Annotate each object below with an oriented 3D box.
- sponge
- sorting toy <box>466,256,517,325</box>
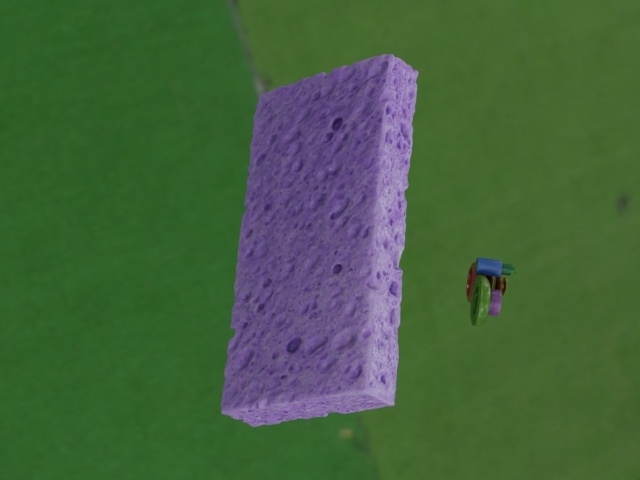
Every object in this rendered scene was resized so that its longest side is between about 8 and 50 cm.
[{"bbox_3d":[0.000,0.000,1.105,0.031,0.117,0.210,24,63,-40],"label":"sponge"},{"bbox_3d":[0.173,0.048,1.877,0.042,0.102,0.061,7,110,-4],"label":"sorting toy"}]
